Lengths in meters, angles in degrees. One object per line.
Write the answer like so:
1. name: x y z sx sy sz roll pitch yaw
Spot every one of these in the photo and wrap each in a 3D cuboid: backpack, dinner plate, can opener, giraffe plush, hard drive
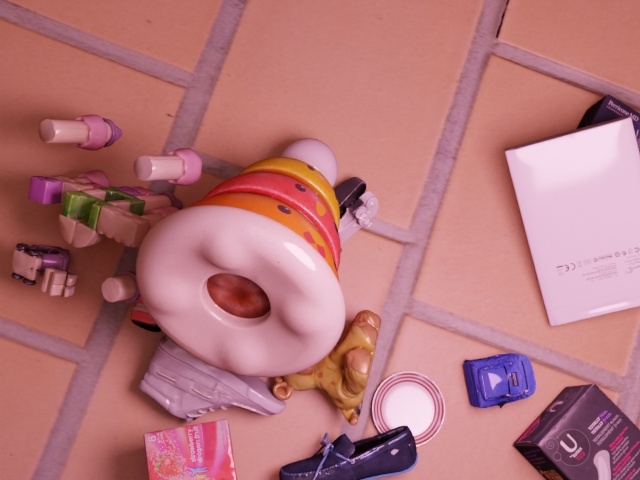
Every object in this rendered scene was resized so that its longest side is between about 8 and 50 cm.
1. backpack: 0.344 0.264 1.774 0.120 0.101 0.098 -8 89 -12
2. dinner plate: 0.166 0.318 1.785 0.141 0.017 0.141 1 81 -6
3. can opener: 0.000 0.000 1.798 0.280 0.074 0.093 -44 53 -12
4. giraffe plush: 0.006 0.225 1.727 0.170 0.181 0.210 13 114 5
5. hard drive: 0.504 -0.033 1.780 0.232 0.047 0.353 -15 102 11

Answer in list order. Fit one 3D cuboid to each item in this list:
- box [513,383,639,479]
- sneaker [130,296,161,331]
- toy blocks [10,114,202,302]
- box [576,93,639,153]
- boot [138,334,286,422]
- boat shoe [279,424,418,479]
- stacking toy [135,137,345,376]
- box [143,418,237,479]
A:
1. box: 0.521 0.418 1.747 0.165 0.143 0.270 -43 88 -13
2. sneaker: -0.184 0.106 1.728 0.313 0.116 0.136 7 77 -7
3. toy blocks: -0.347 -0.049 1.702 0.288 0.260 0.309 21 104 25
4. box: 0.563 -0.156 1.861 0.153 0.108 0.207 30 79 -1
5. boot: -0.200 0.280 1.722 0.258 0.095 0.123 30 97 -4
6. boat shoe: 0.046 0.387 1.720 0.258 0.109 0.089 -11 105 -18
7. stacking toy: -0.080 -0.036 1.648 0.350 0.351 0.480 25 43 -2
8. box: -0.210 0.475 1.626 0.154 0.142 0.300 -8 70 -7
